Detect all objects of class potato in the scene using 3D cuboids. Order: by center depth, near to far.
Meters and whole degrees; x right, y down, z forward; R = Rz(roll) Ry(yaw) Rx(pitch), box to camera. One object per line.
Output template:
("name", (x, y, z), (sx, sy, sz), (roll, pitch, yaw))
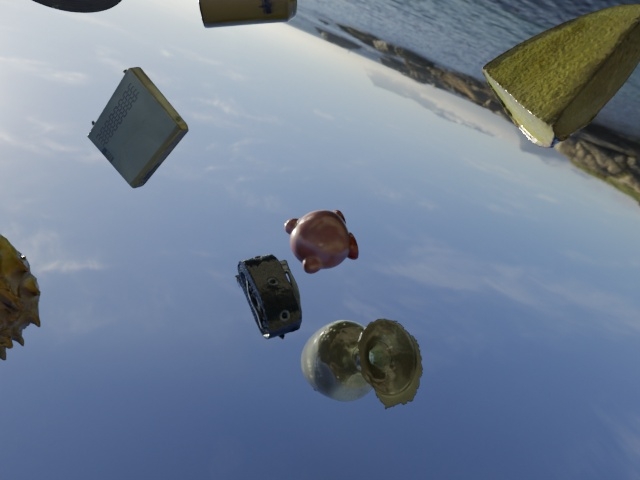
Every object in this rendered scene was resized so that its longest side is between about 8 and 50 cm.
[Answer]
("potato", (0.480, -0.306, 0.790), (0.112, 0.255, 0.269), (43, -157, -39))

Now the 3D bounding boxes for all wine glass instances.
("wine glass", (0.092, 0.333, 1.190), (0.238, 0.323, 0.238), (9, -109, -27))

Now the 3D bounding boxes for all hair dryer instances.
("hair dryer", (-0.101, -0.400, 0.522), (0.135, 0.278, 0.090), (-6, -121, -5))

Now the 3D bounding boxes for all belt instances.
("belt", (-0.115, 0.129, 1.064), (0.128, 0.122, 0.218), (-11, -123, -27))

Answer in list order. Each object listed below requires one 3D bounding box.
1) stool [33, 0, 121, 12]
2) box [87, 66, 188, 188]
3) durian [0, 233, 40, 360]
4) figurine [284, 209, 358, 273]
("stool", (-0.405, -0.526, 0.664), (0.179, 0.264, 0.179), (-7, 176, 0))
("box", (-0.476, -0.284, 1.104), (0.211, 0.270, 0.045), (50, -145, -5))
("durian", (-0.369, 0.065, 0.385), (0.196, 0.305, 0.185), (17, -148, -42))
("figurine", (0.000, 0.000, 1.173), (0.173, 0.173, 0.173), (19, -156, -9))
